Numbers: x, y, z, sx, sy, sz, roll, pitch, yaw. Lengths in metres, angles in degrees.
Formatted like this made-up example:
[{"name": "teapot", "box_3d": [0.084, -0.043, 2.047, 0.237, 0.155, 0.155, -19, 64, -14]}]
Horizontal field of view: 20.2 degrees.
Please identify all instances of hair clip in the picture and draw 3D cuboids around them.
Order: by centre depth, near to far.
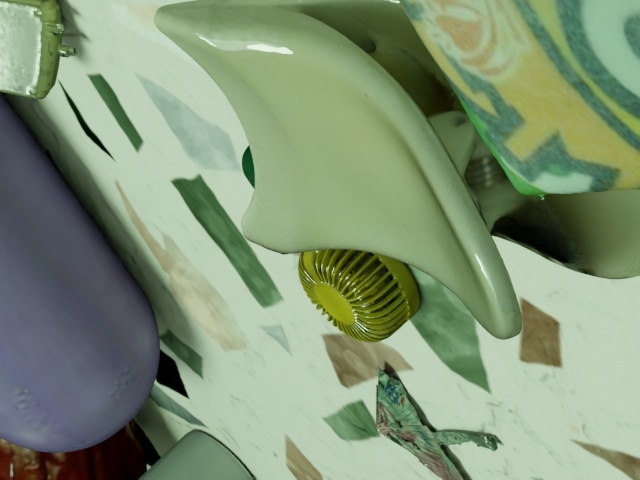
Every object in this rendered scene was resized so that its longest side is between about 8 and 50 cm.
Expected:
[{"name": "hair clip", "box_3d": [0.056, -0.041, 0.923, 0.282, 0.113, 0.172, 30, 151, 44]}]

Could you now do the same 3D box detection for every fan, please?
[{"name": "fan", "box_3d": [0.000, 0.000, 1.146, 0.155, 0.039, 0.082, 53, 156, -13]}]

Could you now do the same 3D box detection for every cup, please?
[{"name": "cup", "box_3d": [-0.138, 0.254, 1.648, 0.099, 0.133, 0.136, 49, 156, -6]}]

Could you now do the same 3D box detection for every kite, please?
[{"name": "kite", "box_3d": [0.080, 0.139, 1.267, 0.139, 0.011, 0.157, 51, 157, -16]}]

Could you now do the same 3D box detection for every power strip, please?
[{"name": "power strip", "box_3d": [-0.250, -0.146, 1.249, 0.169, 0.028, 0.076, 12, 117, 5]}]

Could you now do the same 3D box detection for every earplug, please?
[{"name": "earplug", "box_3d": [-0.298, -0.018, 1.428, 0.456, 0.215, 0.215, 53, 156, -22]}]

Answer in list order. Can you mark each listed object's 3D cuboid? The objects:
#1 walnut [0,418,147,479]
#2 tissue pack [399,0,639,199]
[{"name": "walnut", "box_3d": [-0.272, 0.179, 1.699, 0.222, 0.244, 0.269, 5, 126, 7]}, {"name": "tissue pack", "box_3d": [0.138, -0.133, 0.603, 0.228, 0.128, 0.311, 57, 154, -17]}]
